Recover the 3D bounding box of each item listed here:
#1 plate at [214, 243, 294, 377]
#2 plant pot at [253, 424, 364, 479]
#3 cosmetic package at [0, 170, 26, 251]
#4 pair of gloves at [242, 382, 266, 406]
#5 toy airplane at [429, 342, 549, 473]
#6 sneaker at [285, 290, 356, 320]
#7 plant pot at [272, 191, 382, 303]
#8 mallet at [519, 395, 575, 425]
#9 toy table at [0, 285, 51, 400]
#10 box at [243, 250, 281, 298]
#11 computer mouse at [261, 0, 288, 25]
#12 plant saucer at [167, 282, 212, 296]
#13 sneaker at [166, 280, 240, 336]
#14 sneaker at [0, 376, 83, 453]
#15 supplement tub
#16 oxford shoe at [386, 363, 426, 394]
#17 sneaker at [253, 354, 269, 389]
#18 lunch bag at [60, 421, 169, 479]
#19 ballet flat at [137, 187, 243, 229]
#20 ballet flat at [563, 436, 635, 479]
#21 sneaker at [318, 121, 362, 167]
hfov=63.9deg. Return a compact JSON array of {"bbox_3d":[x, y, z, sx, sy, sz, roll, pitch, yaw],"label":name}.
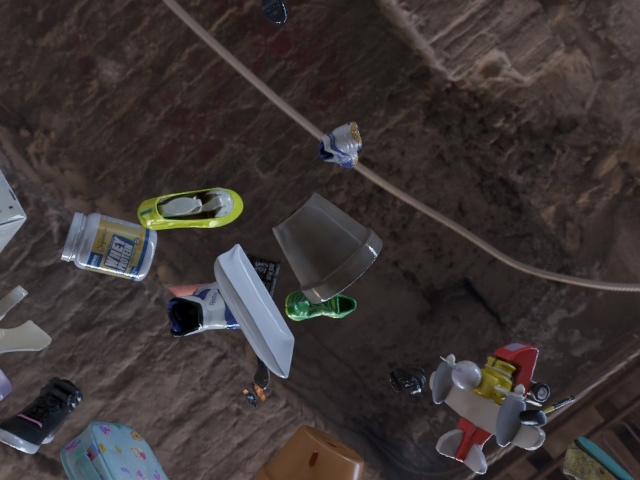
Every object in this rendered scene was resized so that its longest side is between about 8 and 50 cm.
[{"bbox_3d":[-0.147,0.147,1.126,0.045,0.277,0.278,-29,-175,2],"label":"plate"},{"bbox_3d":[-0.015,0.646,1.404,0.203,0.291,0.291,-62,-155,-9],"label":"plant pot"},{"bbox_3d":[-0.642,-0.025,0.880,0.309,0.160,0.113,-32,178,37],"label":"cosmetic package"},{"bbox_3d":[-0.224,0.526,1.747,0.010,0.074,0.083,-43,168,27],"label":"pair of gloves"},{"bbox_3d":[0.470,0.481,1.540,0.386,0.272,0.384,-30,-160,32],"label":"toy airplane"},{"bbox_3d":[0.004,0.223,1.836,0.123,0.296,0.109,-27,-113,48],"label":"sneaker"},{"bbox_3d":[0.000,0.000,1.721,0.323,0.280,0.323,-38,-169,9],"label":"plant pot"},{"bbox_3d":[0.610,0.441,1.345,0.190,0.039,0.062,-12,169,-23],"label":"mallet"},{"bbox_3d":[-0.743,0.196,1.122,0.252,0.274,0.161,-15,-152,36],"label":"toy table"},{"bbox_3d":[-0.221,0.134,1.644,0.077,0.147,0.180,-2,105,-85],"label":"box"},{"bbox_3d":[-0.153,-0.748,1.500,0.071,0.242,0.041,-15,-171,36],"label":"computer mouse"},{"bbox_3d":[-0.386,0.181,1.910,0.258,0.047,0.259,-6,175,33],"label":"plant saucer"},{"bbox_3d":[-0.346,0.187,1.428,0.315,0.182,0.127,-2,-89,60],"label":"sneaker"},{"bbox_3d":[-0.620,0.376,1.141,0.147,0.105,0.296,-60,-176,-19],"label":"sneaker"},{"bbox_3d":[-0.531,0.013,1.295,0.144,0.200,0.144,-40,-138,48],"label":"supplement tub"},{"bbox_3d":[0.268,0.394,1.506,0.096,0.082,0.227,-25,174,-13],"label":"oxford shoe"},{"bbox_3d":[-0.223,0.505,2.048,0.071,0.066,0.188,-51,151,-67],"label":"sneaker"},{"bbox_3d":[-0.446,0.538,1.138,0.108,0.224,0.279,-42,-116,-3],"label":"lunch bag"},{"bbox_3d":[-0.229,-0.063,0.978,0.231,0.077,0.077,-12,172,-42],"label":"ballet flat"},{"bbox_3d":[0.664,0.568,1.106,0.123,0.123,0.348,-46,-157,-2],"label":"ballet flat"},{"bbox_3d":[0.053,-0.305,1.679,0.131,0.111,0.296,-17,171,-2],"label":"sneaker"}]
